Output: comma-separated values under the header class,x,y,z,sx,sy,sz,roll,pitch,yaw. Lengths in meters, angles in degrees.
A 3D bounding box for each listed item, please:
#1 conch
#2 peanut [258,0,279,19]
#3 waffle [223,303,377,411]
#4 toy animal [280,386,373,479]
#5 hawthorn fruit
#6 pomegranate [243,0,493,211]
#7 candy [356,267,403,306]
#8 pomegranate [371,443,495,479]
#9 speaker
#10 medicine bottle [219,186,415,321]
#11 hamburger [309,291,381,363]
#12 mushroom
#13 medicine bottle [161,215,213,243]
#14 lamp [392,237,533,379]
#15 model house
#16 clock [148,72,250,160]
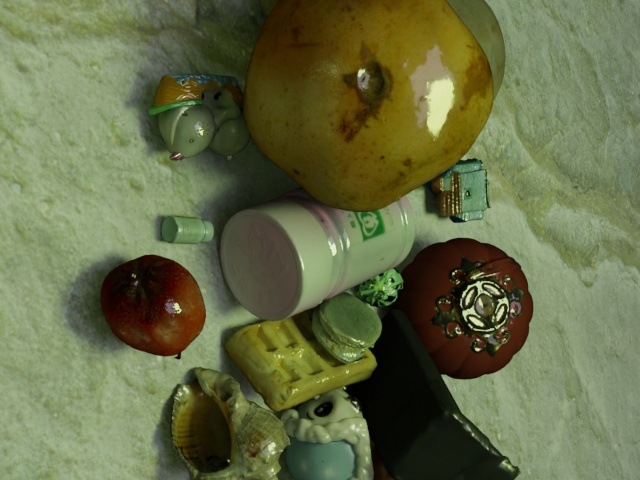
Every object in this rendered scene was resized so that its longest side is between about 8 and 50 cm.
class,x,y,z,sx,sy,sz,roll,pitch,yaw
conch,-0.163,0.328,1.648,0.178,0.163,0.245,-21,73,-44
peanut,-0.035,-0.384,1.793,0.123,0.123,0.257,-36,116,-41
waffle,-0.028,0.208,1.784,0.274,0.168,0.057,-12,143,-46
toy animal,0.006,0.379,1.814,0.156,0.208,0.204,-11,100,-11
hawthorn fruit,-0.257,0.119,1.541,0.157,0.157,0.194,-52,136,-33
pomegranate,0.079,-0.248,1.621,0.416,0.416,0.417,-1,91,-47
candy,0.106,0.093,1.894,0.083,0.091,0.305,52,8,7
pomegranate,0.242,0.510,1.964,0.319,0.319,0.319,-1,91,-47
speaker,0.195,0.324,1.835,0.184,0.388,0.180,34,106,-30
medicine bottle,0.000,0.000,1.770,0.325,0.212,0.212,-23,107,-44
hamburger,0.047,0.158,1.802,0.133,0.062,0.140,34,32,-3
mushroom,0.191,-0.375,1.951,0.362,0.294,0.362,17,52,-23
medicine bottle,-0.225,-0.017,1.643,0.083,0.047,0.047,2,89,-48
lamp,0.303,0.144,2.060,0.303,0.257,0.303,1,83,-11
model house,0.286,-0.112,2.163,0.148,0.119,0.148,-5,96,-37
clock,-0.194,-0.207,1.635,0.231,0.103,0.144,-7,97,-45
